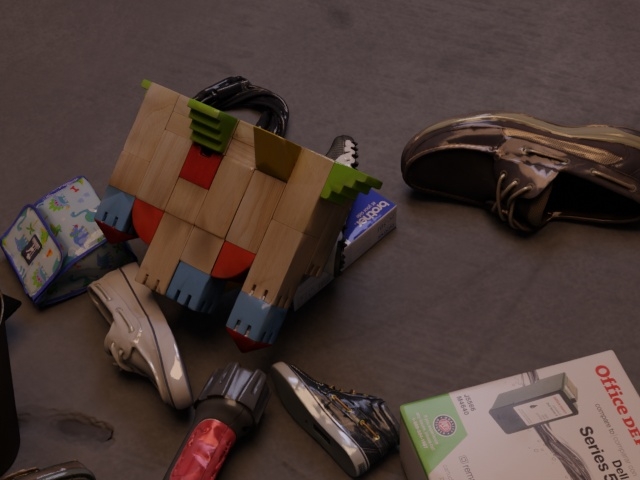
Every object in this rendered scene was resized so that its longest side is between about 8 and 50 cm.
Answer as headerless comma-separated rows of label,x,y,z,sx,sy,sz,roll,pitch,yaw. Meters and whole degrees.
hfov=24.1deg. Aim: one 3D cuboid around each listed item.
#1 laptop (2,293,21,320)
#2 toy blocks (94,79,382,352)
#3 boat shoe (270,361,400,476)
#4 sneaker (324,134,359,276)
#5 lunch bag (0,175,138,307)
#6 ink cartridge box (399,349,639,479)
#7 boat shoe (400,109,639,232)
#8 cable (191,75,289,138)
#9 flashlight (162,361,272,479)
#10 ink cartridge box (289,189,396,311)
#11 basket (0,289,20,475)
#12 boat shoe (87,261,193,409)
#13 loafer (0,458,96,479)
laptop,-0.564,0.087,1.898,0.234,0.136,0.264,18,49,35
toy blocks,-0.132,-0.025,1.902,0.381,0.191,0.261,25,93,26
boat shoe,0.020,0.204,1.836,0.083,0.065,0.183,-30,59,-24
sneaker,-0.007,-0.056,2.000,0.106,0.078,0.234,7,51,4
lunch bag,-0.346,0.006,2.025,0.151,0.096,0.129,-33,54,-6
ink cartridge box,0.249,0.260,1.728,0.273,0.114,0.198,-15,48,-10
boat shoe,0.285,-0.089,2.041,0.355,0.132,0.130,1,47,6
cable,-0.139,-0.167,2.206,0.184,0.047,0.150,-29,57,-25
flashlight,-0.143,0.275,1.748,0.103,0.103,0.304,14,50,17
ink cartridge box,0.000,0.000,2.034,0.097,0.046,0.207,34,57,28
basket,-0.438,0.179,1.772,0.154,0.227,0.204,21,53,21
boat shoe,-0.231,0.131,1.907,0.084,0.095,0.258,-22,39,-10
loafer,-0.392,0.319,1.733,0.267,0.096,0.084,-29,46,-19
